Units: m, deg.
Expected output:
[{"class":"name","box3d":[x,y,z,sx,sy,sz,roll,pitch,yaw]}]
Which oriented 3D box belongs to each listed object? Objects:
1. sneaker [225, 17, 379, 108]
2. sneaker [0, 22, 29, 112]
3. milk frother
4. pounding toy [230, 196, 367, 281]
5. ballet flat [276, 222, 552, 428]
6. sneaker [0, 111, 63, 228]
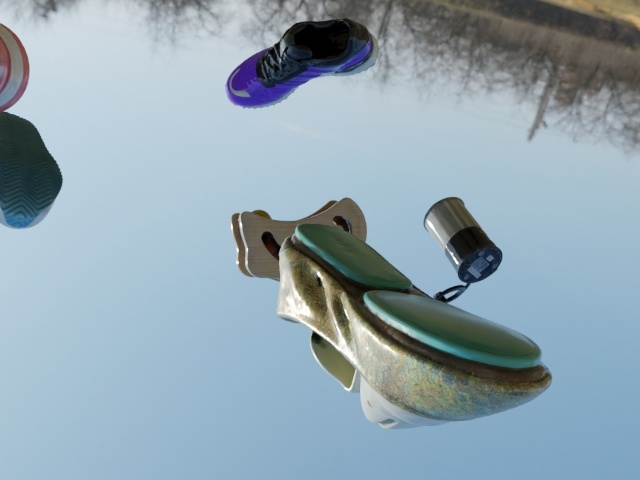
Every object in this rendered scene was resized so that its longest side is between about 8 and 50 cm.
[{"class":"sneaker","box3d":[-0.052,-0.326,1.368,0.293,0.102,0.146,-18,171,14]},{"class":"sneaker","box3d":[-0.418,-0.193,0.658,0.313,0.116,0.136,13,-175,-8]},{"class":"milk frother","box3d":[0.223,0.026,1.334,0.129,0.143,0.135,59,-178,-47]},{"class":"pounding toy","box3d":[0.000,0.000,1.223,0.269,0.154,0.155,12,175,-19]},{"class":"ballet flat","box3d":[0.051,0.080,0.607,0.123,0.123,0.348,7,-168,-25]},{"class":"sneaker","box3d":[-0.366,-0.069,0.908,0.087,0.092,0.229,17,-157,-34]}]
